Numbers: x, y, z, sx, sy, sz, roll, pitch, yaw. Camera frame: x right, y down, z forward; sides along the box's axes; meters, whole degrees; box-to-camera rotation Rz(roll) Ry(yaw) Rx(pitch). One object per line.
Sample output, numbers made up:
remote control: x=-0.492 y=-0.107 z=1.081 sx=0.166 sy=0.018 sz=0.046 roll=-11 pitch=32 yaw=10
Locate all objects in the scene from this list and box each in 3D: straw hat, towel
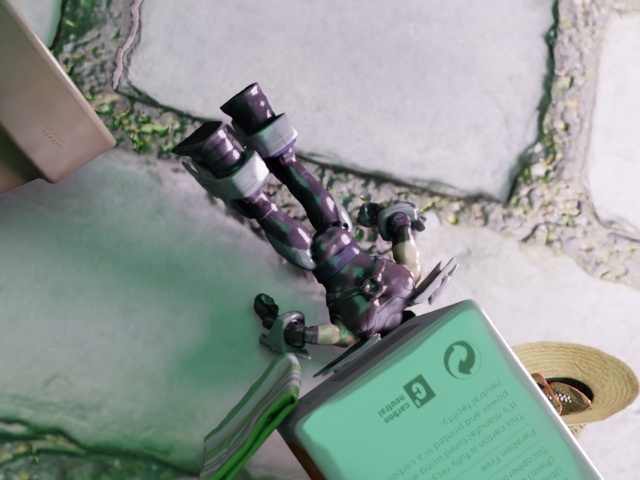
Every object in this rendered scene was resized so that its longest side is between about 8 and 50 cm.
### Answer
straw hat: x=0.205 y=0.148 z=1.207 sx=0.145 sy=0.144 sz=0.061 roll=-8 pitch=116 yaw=-16
towel: x=-0.057 y=0.143 z=1.085 sx=0.023 sy=0.152 sz=0.113 roll=39 pitch=93 yaw=-4

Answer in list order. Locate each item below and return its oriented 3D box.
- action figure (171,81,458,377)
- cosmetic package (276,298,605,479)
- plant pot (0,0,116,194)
action figure: x=0.000 y=0.000 z=1.192 sx=0.185 sy=0.099 sz=0.285 roll=-43 pitch=101 yaw=-28
cosmetic package: x=0.161 y=0.276 z=1.039 sx=0.161 sy=0.230 sz=0.453 roll=-35 pitch=87 yaw=-8
plant pot: x=-0.361 y=-0.122 z=1.057 sx=0.280 sy=0.323 sz=0.323 roll=-38 pitch=84 yaw=-4
